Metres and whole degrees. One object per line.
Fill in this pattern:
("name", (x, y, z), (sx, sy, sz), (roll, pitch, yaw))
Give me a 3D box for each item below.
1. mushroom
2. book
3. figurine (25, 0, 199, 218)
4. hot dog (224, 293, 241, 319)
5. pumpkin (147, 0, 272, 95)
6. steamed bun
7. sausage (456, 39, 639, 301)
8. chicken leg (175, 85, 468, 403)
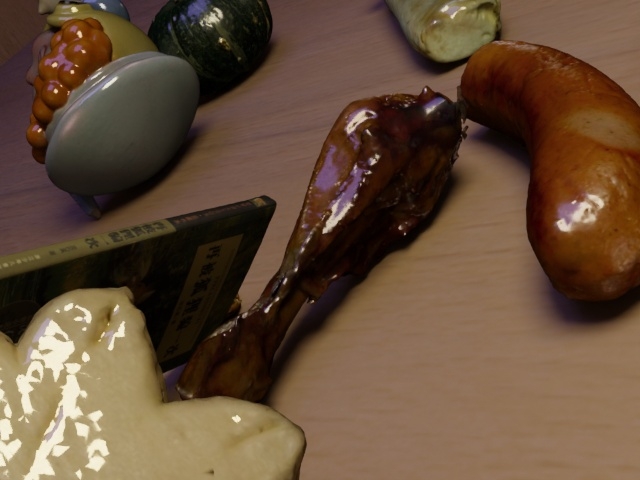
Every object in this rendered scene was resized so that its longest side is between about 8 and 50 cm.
("mushroom", (0.119, -0.275, 0.948), (0.100, 0.081, 0.312), (-33, 32, 10))
("book", (-0.137, 0.050, 0.555), (0.228, 0.024, 0.160), (-17, -36, -49))
("figurine", (-0.265, -0.235, 1.067), (0.205, 0.224, 0.381), (-2, 57, -21))
("hot dog", (-0.107, 0.060, 0.702), (0.083, 0.035, 0.058), (-29, 21, 11))
("pumpkin", (-0.153, -0.287, 1.181), (0.190, 0.146, 0.190), (-34, 5, 3))
("steamed bun", (-0.140, 0.161, 0.395), (0.292, 0.295, 0.137), (-32, -19, -31))
("sausage", (0.160, -0.067, 0.572), (0.103, 0.076, 0.302), (-35, 25, 15))
("chicken leg", (0.000, 0.000, 0.603), (0.093, 0.113, 0.304), (28, 60, 22))
